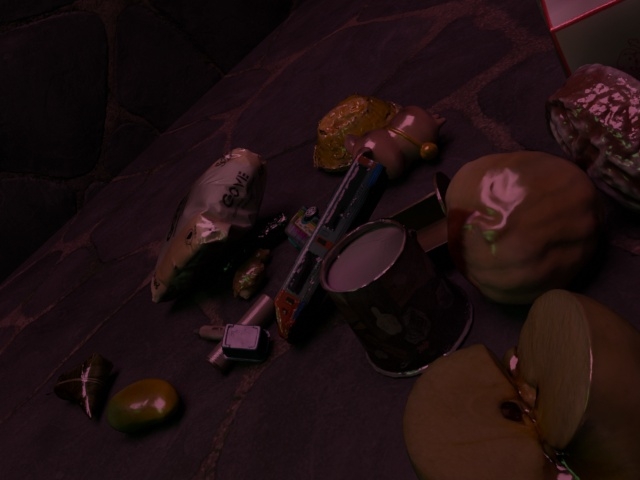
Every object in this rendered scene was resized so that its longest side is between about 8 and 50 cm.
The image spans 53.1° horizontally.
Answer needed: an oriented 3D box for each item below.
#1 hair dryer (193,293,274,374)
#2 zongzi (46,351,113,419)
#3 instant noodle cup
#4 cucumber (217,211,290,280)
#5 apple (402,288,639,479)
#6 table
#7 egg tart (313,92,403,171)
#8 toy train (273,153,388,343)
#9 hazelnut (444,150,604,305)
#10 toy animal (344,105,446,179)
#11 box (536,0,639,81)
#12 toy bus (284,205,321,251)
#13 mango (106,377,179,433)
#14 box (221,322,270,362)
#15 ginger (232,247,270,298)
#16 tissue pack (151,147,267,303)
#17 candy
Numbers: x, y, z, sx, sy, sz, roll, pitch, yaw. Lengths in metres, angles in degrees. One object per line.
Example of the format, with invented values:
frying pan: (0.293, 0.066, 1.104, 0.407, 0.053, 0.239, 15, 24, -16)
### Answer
hair dryer: (-0.213, 0.202, 1.489, 0.195, 0.053, 0.220, -48, 24, -20)
zongzi: (-0.617, 0.400, 1.612, 0.187, 0.084, 0.184, -32, 39, 24)
instant noodle cup: (0.122, 0.090, 1.106, 0.217, 0.207, 0.217, -28, 30, 18)
cucumber: (-0.179, 0.018, 1.690, 0.245, 0.067, 0.067, -37, 29, 2)
apple: (0.264, 0.217, 0.741, 0.295, 0.233, 0.258, -43, 8, 12)
table: (0.171, -0.009, 1.252, 0.226, 0.167, 0.167, -28, 30, 24)
egg tart: (0.094, -0.323, 1.827, 0.315, 0.120, 0.315, -27, 31, 18)
toy train: (0.009, 0.017, 1.327, 0.089, 0.086, 0.409, 29, 85, 15)
hazelnut: (0.331, -0.025, 1.056, 0.261, 0.241, 0.261, -12, 66, 27)
toy animal: (0.195, -0.238, 1.579, 0.248, 0.149, 0.165, -26, 14, -4)
box: (0.599, -0.398, 1.183, 0.312, 0.314, 0.300, -21, 35, 26)
toy bus: (0.000, 0.000, 1.498, 0.109, 0.091, 0.261, -46, 28, -1)
mango: (-0.384, 0.361, 1.405, 0.191, 0.085, 0.122, -15, 25, 18)
box: (-0.160, 0.211, 1.346, 0.099, 0.054, 0.074, 3, 58, 10)
ginger: (-0.165, 0.071, 1.591, 0.096, 0.067, 0.165, -38, 20, 48)
tissue pack: (-0.297, -0.034, 1.717, 0.390, 0.195, 0.375, -41, 23, 42)
candy: (0.486, -0.156, 1.031, 0.157, 0.214, 0.289, -40, 57, 0)
